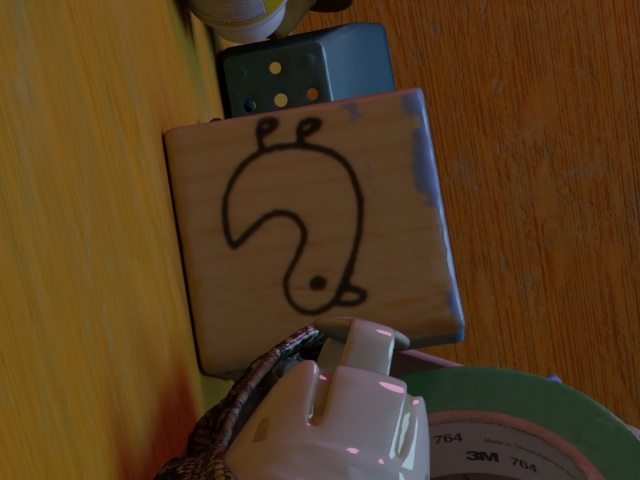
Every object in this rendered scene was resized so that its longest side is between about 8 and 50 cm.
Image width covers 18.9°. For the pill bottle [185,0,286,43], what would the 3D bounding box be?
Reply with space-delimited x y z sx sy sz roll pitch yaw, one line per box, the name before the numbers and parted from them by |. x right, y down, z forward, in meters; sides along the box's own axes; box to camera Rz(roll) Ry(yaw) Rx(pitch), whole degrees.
pill bottle | -0.079 -0.247 1.692 0.184 0.103 0.103 72 9 -68

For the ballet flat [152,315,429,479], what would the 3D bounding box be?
ballet flat | -0.006 0.133 1.116 0.182 0.164 0.483 -62 -175 8

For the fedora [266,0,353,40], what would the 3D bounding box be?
fedora | -0.060 -0.254 1.927 0.079 0.194 0.194 -64 168 -12

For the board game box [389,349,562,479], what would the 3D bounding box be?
board game box | 0.107 0.265 1.799 0.390 0.050 0.390 14 -58 50

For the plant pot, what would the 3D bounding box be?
plant pot | -0.017 -0.145 2.033 0.234 0.165 0.166 -4 85 -79

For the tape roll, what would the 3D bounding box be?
tape roll | 0.098 0.239 1.358 0.077 0.321 0.321 74 7 -49

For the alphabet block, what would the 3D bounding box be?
alphabet block | 0.000 0.000 1.494 0.193 0.197 0.192 61 19 -81

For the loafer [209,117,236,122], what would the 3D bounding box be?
loafer | -0.034 0.035 1.671 0.109 0.095 0.302 67 14 -77

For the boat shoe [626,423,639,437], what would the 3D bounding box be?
boat shoe | 0.203 0.376 1.560 0.187 0.156 0.500 32 -69 40
